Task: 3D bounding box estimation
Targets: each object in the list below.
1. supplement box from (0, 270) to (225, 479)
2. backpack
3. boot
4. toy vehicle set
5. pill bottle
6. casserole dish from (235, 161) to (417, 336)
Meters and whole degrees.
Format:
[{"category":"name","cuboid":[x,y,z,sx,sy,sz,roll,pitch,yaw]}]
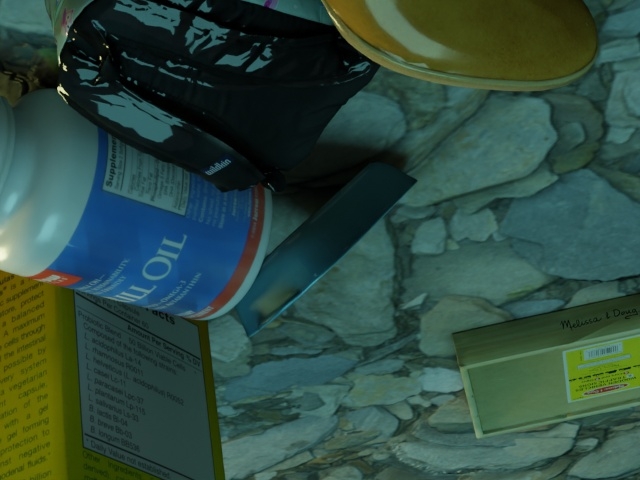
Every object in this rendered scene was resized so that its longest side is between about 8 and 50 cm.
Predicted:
[{"category":"supplement box","cuboid":[-0.198,0.205,1.080,0.195,0.357,0.194,-25,144,23]},{"category":"backpack","cuboid":[-0.071,-0.119,0.839,0.182,0.115,0.152,13,130,-31]},{"category":"boot","cuboid":[0.050,-0.199,0.722,0.295,0.104,0.211,18,137,-13]},{"category":"toy vehicle set","cuboid":[0.265,0.113,1.360,0.266,0.035,0.166,-12,148,4]},{"category":"pill bottle","cuboid":[-0.152,-0.028,0.949,0.221,0.124,0.124,17,139,-35]},{"category":"casserole dish","cuboid":[0.000,0.000,1.032,0.114,0.037,0.188,-41,-179,38]}]
